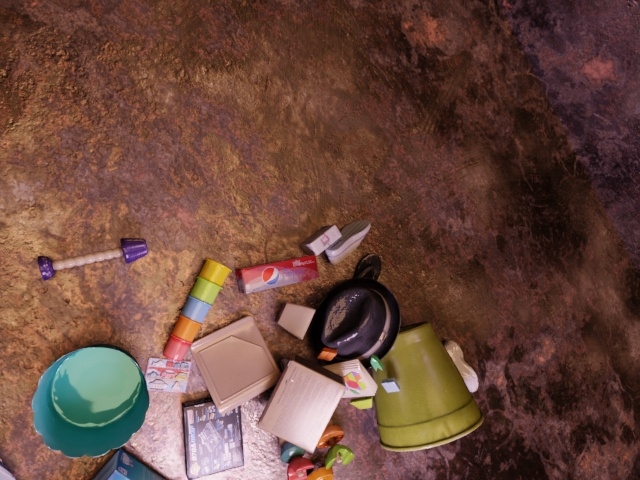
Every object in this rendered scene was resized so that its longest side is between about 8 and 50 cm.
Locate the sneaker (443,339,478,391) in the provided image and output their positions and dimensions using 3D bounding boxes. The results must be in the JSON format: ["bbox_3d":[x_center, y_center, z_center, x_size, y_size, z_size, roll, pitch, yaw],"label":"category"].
[{"bbox_3d":[0.542,0.524,1.740,0.115,0.090,0.232,-33,90,-17],"label":"sneaker"}]

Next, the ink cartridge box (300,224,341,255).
[{"bbox_3d":[0.000,0.000,1.523,0.122,0.088,0.052,-37,103,-23],"label":"ink cartridge box"}]

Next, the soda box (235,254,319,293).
[{"bbox_3d":[-0.142,0.112,1.444,0.263,0.092,0.083,-10,89,-25],"label":"soda box"}]

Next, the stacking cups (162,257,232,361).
[{"bbox_3d":[-0.391,0.210,1.326,0.096,0.096,0.316,32,76,-19],"label":"stacking cups"}]

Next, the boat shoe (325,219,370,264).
[{"bbox_3d":[0.102,0.005,1.587,0.226,0.083,0.076,-35,131,-29],"label":"boat shoe"}]

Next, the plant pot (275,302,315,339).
[{"bbox_3d":[-0.092,0.264,1.453,0.096,0.109,0.109,27,74,-7],"label":"plant pot"}]

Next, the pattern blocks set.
[{"bbox_3d":[0.078,0.459,1.410,0.285,0.325,0.026,48,34,-17],"label":"pattern blocks set"}]

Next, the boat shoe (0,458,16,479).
[{"bbox_3d":[-0.837,0.577,1.097,0.065,0.083,0.183,-26,123,-24],"label":"boat shoe"}]

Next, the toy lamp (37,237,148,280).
[{"bbox_3d":[-0.638,0.048,1.227,0.274,0.080,0.080,-16,92,-24],"label":"toy lamp"}]

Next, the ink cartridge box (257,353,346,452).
[{"bbox_3d":[-0.056,0.503,1.341,0.193,0.088,0.235,27,92,-1],"label":"ink cartridge box"}]

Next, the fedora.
[{"bbox_3d":[0.099,0.264,1.427,0.334,0.334,0.152,-67,154,-15],"label":"fedora"}]

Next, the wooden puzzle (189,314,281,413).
[{"bbox_3d":[-0.267,0.389,1.368,0.221,0.044,0.239,-23,81,-25],"label":"wooden puzzle"}]

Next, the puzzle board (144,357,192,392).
[{"bbox_3d":[-0.465,0.411,1.310,0.128,0.011,0.096,13,80,-23],"label":"puzzle board"}]

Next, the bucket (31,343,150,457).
[{"bbox_3d":[-0.602,0.410,1.151,0.281,0.183,0.281,3,84,-23],"label":"bucket"}]

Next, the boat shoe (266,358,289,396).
[{"bbox_3d":[-0.143,0.507,1.421,0.076,0.080,0.229,5,90,-26],"label":"boat shoe"}]

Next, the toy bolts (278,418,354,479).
[{"bbox_3d":[-0.042,0.711,1.442,0.228,0.158,0.218,8,122,-34],"label":"toy bolts"}]

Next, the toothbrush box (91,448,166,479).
[{"bbox_3d":[-0.516,0.764,1.177,0.216,0.126,0.295,-47,106,-12],"label":"toothbrush box"}]

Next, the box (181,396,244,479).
[{"bbox_3d":[-0.331,0.602,1.333,0.175,0.051,0.220,-4,87,-25],"label":"box"}]

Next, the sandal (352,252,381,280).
[{"bbox_3d":[0.157,0.160,1.600,0.097,0.054,0.254,40,70,-17],"label":"sandal"}]

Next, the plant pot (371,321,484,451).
[{"bbox_3d":[0.328,0.485,1.515,0.366,0.366,0.353,-13,79,-25],"label":"plant pot"}]
